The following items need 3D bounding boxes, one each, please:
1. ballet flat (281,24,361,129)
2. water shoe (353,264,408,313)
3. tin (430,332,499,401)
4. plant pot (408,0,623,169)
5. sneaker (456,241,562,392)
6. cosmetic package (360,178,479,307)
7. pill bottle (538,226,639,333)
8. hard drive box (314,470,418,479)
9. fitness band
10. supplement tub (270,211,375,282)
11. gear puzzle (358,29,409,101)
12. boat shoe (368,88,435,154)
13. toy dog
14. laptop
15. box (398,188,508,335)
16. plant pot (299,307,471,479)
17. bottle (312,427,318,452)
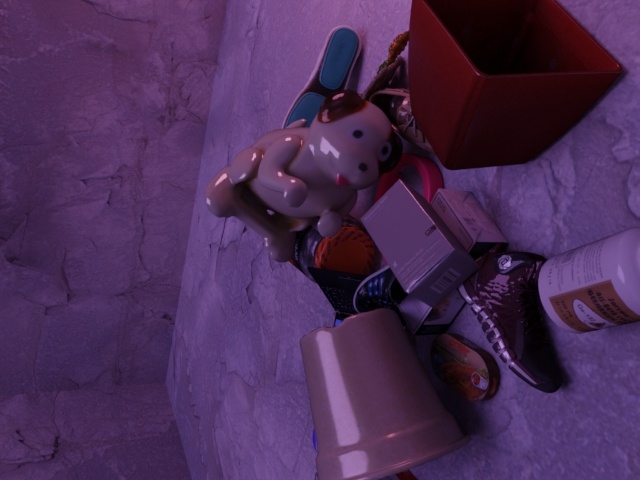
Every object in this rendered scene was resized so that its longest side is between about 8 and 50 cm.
[{"bbox_3d":[0.003,-0.419,1.743,0.139,0.139,0.400,31,97,60],"label":"ballet flat"},{"bbox_3d":[0.139,0.107,1.298,0.203,0.073,0.080,-48,21,31],"label":"water shoe"},{"bbox_3d":[0.300,0.263,1.268,0.190,0.040,0.106,-148,59,-60],"label":"tin"},{"bbox_3d":[0.299,-0.274,1.074,0.235,0.268,0.267,104,153,-47],"label":"plant pot"},{"bbox_3d":[0.367,0.117,1.076,0.162,0.107,0.281,-50,55,28],"label":"sneaker"},{"bbox_3d":[0.188,0.002,1.189,0.127,0.107,0.238,-47,43,15],"label":"cosmetic package"},{"bbox_3d":[0.446,0.054,0.880,0.229,0.131,0.131,-35,58,58],"label":"pill bottle"},{"bbox_3d":[0.121,0.604,1.388,0.181,0.232,0.089,33,118,59],"label":"hard drive box"},{"bbox_3d":[0.207,-0.065,1.460,0.209,0.054,0.290,41,126,54],"label":"fitness band"},{"bbox_3d":[0.000,0.000,1.689,0.338,0.207,0.207,34,119,59],"label":"supplement tub"},{"bbox_3d":[0.127,-0.390,1.517,0.044,0.175,0.339,41,138,5],"label":"gear puzzle"},{"bbox_3d":[0.221,-0.267,1.367,0.341,0.110,0.121,45,128,56],"label":"boat shoe"},{"bbox_3d":[-0.001,-0.174,1.439,0.408,0.284,0.395,-23,30,40],"label":"toy dog"},{"bbox_3d":[0.075,0.210,1.475,0.234,0.136,0.264,6,138,43],"label":"laptop"},{"bbox_3d":[0.260,0.051,1.301,0.289,0.087,0.169,-66,34,37],"label":"box"},{"bbox_3d":[0.103,0.319,1.276,0.334,0.334,0.305,-43,61,55],"label":"plant pot"},{"bbox_3d":[0.073,0.590,1.639,0.283,0.092,0.118,29,118,60],"label":"bottle"}]
